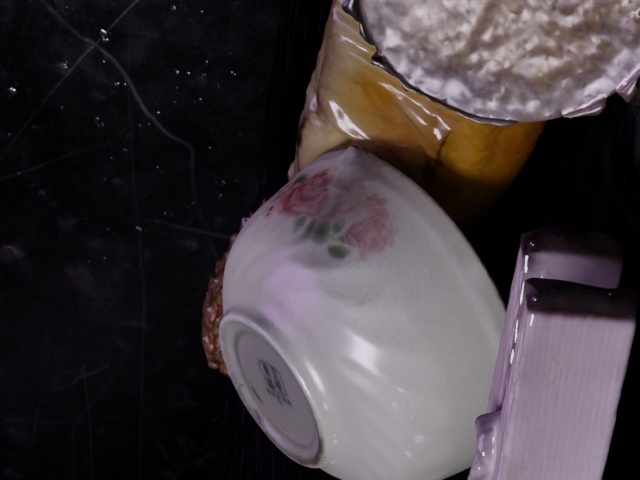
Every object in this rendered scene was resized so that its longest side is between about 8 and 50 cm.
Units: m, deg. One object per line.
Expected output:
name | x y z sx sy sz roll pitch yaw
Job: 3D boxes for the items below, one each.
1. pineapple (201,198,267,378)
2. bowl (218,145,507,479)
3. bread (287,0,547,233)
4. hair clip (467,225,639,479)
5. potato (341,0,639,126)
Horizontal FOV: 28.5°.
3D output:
pineapple | 0.000 0.000 1.351 0.202 0.202 0.362 -95 22 -45
bowl | 0.016 0.081 0.977 0.277 0.145 0.277 44 152 30
bread | 0.090 -0.136 1.018 0.389 0.183 0.236 104 -176 -68
hair clip | 0.133 0.157 0.809 0.101 0.085 0.331 -102 18 -64
potato | 0.150 -0.154 0.759 0.138 0.243 0.098 63 -150 -22
